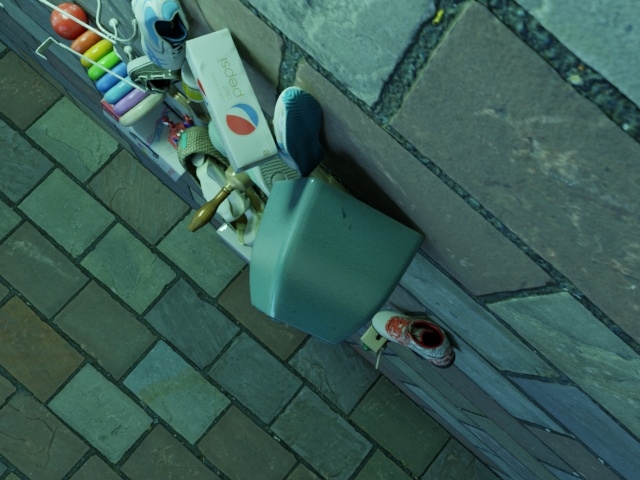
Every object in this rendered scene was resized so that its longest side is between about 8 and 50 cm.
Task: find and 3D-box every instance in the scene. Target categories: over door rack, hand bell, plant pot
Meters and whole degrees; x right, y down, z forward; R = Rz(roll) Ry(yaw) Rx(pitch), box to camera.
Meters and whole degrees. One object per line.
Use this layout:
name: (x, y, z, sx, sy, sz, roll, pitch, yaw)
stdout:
over door rack: (-0.528, -0.471, 1.334, 0.324, 0.108, 0.239, 19, 166, 4)
hand bell: (-0.240, -0.116, 1.446, 0.126, 0.242, 0.126, 40, 169, 9)
plant pot: (-0.002, 0.050, 1.115, 0.247, 0.252, 0.248, 26, 174, -20)

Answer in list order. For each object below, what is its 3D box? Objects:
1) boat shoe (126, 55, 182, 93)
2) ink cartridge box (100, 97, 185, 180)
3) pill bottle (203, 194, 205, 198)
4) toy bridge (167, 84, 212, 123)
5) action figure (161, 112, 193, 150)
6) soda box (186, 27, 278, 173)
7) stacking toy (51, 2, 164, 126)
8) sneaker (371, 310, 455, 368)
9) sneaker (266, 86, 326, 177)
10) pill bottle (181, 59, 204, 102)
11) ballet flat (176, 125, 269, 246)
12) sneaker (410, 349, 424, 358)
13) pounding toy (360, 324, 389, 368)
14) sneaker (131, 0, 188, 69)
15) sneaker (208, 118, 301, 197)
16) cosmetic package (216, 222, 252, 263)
boat shoe: (-0.353, -0.348, 1.242, 0.078, 0.070, 0.219, -4, -176, -35)
ink cartridge box: (-0.501, -0.334, 1.774, 0.306, 0.131, 0.226, 45, 168, -13)
pill bottle: (-0.243, -0.106, 1.801, 0.216, 0.121, 0.121, 43, 168, -12)
toy bridge: (-0.309, -0.326, 1.436, 0.188, 0.026, 0.063, 36, 169, 25)
action figure: (-0.335, -0.252, 1.641, 0.280, 0.091, 0.139, 42, 175, -10)
soda box: (-0.145, -0.223, 0.956, 0.216, 0.074, 0.069, 68, 167, -4)
stacking toy: (-0.564, -0.467, 1.533, 0.330, 0.141, 0.141, 53, 165, -21)
sneaker: (0.241, 0.241, 1.601, 0.270, 0.090, 0.145, 29, 163, 35)
sneaker: (-0.052, -0.184, 0.978, 0.092, 0.087, 0.229, 40, 167, 14)
pill bottle: (-0.242, -0.314, 1.162, 0.065, 0.065, 0.116, 42, 168, -5)
ballet flat: (-0.226, -0.094, 1.606, 0.483, 0.164, 0.182, 51, -161, -33)
sneaker: (0.269, 0.301, 1.817, 0.089, 0.051, 0.170, 45, 172, -39)
pounding toy: (0.198, 0.344, 1.985, 0.100, 0.141, 0.130, 38, 168, 15)
sneaker: (-0.269, -0.358, 1.035, 0.086, 0.085, 0.237, 45, 170, 5)
sneaker: (-0.141, -0.177, 1.264, 0.256, 0.094, 0.151, 55, 159, -15)
cosmetic package: (-0.175, 0.048, 2.072, 0.365, 0.155, 0.197, 39, 170, 5)
